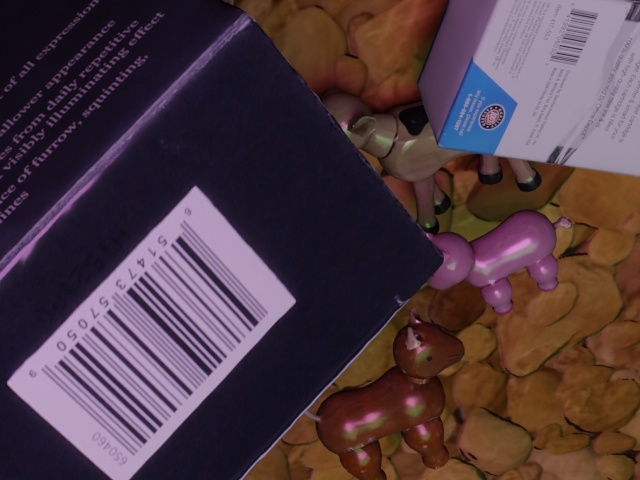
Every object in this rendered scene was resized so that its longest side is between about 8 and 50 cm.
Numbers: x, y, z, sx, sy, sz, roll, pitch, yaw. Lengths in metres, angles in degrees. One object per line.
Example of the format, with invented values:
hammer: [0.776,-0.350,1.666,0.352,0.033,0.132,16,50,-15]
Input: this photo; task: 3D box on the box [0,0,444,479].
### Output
box: [-0.179,-0.010,1.025,0.293,0.395,0.212,-47,128,-8]

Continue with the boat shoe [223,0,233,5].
boat shoe: [-0.097,-0.201,1.080,0.104,0.089,0.285,-13,155,5]

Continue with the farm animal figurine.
farm animal figurine: [0.000,0.000,1.250,0.326,0.330,0.172,-2,136,23]

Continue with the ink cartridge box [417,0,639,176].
ink cartridge box: [0.182,-0.127,1.208,0.190,0.082,0.140,7,128,-19]
